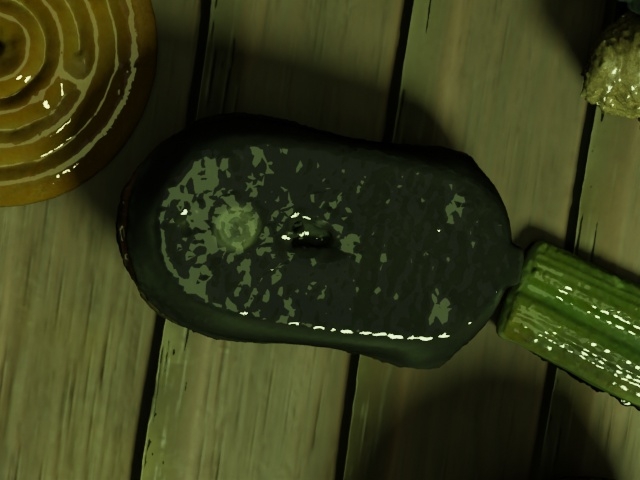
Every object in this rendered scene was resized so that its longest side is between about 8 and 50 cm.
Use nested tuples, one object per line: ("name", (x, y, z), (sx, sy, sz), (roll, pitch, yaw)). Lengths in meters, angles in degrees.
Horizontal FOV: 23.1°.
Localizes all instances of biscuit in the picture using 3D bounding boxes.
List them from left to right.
("biscuit", (-0.256, -0.155, 1.239), (0.262, 0.037, 0.262), (-1, 96, -6))
("biscuit", (0.302, 0.107, 1.328), (0.322, 0.038, 0.099), (26, 89, -8))

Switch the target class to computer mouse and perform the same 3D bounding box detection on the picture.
("computer mouse", (-0.002, -0.001, 1.243), (0.323, 0.116, 0.183), (10, 93, -14))

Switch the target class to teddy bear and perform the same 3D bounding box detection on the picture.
("teddy bear", (0.300, -0.206, 1.251), (0.182, 0.129, 0.251), (29, 91, -6))

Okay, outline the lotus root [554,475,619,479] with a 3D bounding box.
("lotus root", (0.194, 0.362, 1.243), (0.250, 0.250, 0.346), (11, 93, -7))
